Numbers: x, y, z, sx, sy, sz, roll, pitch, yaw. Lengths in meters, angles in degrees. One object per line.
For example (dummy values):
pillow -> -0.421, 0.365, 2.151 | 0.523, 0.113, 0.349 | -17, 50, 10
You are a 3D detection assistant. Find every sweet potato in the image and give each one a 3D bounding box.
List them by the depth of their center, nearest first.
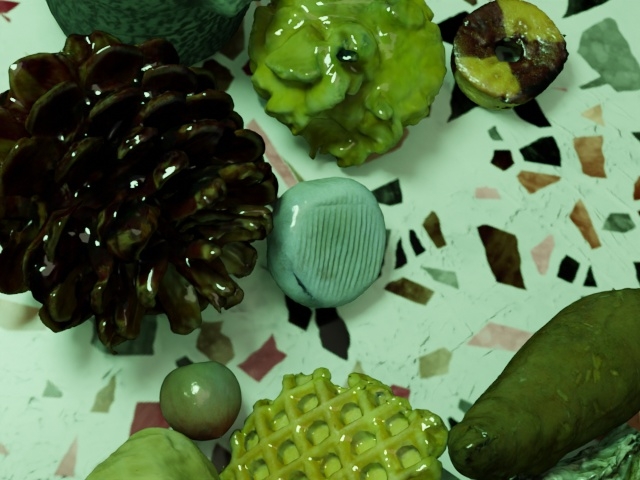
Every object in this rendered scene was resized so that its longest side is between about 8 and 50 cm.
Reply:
sweet potato -> 0.234, 0.143, 1.046 | 0.423, 0.130, 0.130 | -22, 73, -44

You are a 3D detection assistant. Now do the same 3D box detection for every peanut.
peanut -> -0.155, 0.280, 0.916 | 0.148, 0.147, 0.319 | 5, 28, -8

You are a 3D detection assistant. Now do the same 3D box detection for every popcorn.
popcorn -> 0.028, -0.193, 1.162 | 0.218, 0.169, 0.189 | 13, 68, 0

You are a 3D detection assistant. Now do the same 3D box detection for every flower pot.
flower pot -> -0.162, -0.332, 1.118 | 0.299, 0.283, 0.299 | 3, 67, -8

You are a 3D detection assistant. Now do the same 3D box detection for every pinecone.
pinecone -> -0.184, -0.042, 1.032 | 0.296, 0.242, 0.298 | 40, 79, 11

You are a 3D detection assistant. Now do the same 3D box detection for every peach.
peach -> -0.118, 0.158, 1.058 | 0.083, 0.083, 0.083 | 3, 70, -9

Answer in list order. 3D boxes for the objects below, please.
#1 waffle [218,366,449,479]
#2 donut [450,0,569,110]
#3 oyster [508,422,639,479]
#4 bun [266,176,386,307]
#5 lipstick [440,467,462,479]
waffle -> 0.000, 0.235, 0.992 | 0.254, 0.052, 0.245 | 10, 69, 41
donut -> 0.217, -0.213, 1.262 | 0.141, 0.059, 0.140 | 3, 70, -8
oyster -> 0.225, 0.295, 1.043 | 0.158, 0.162, 0.351 | 33, 55, 28
bun -> 0.000, 0.000, 1.127 | 0.141, 0.083, 0.140 | -9, 105, -34
lipstick -> 0.040, 0.314, 1.003 | 0.079, 0.077, 0.252 | 36, 80, -18
